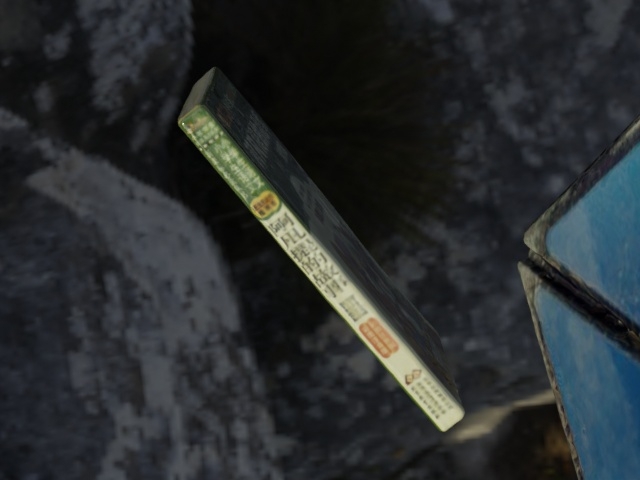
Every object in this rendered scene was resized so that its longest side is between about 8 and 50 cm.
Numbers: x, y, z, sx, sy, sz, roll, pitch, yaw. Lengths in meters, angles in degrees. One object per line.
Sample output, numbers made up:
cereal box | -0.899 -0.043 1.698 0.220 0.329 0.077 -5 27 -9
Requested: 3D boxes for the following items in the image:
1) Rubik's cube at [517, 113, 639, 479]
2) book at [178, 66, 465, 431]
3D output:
Rubik's cube | 0.261 0.053 0.666 0.255 0.260 0.259 -5 69 -21
book | 0.000 0.000 1.188 0.264 0.027 0.202 50 8 -10
